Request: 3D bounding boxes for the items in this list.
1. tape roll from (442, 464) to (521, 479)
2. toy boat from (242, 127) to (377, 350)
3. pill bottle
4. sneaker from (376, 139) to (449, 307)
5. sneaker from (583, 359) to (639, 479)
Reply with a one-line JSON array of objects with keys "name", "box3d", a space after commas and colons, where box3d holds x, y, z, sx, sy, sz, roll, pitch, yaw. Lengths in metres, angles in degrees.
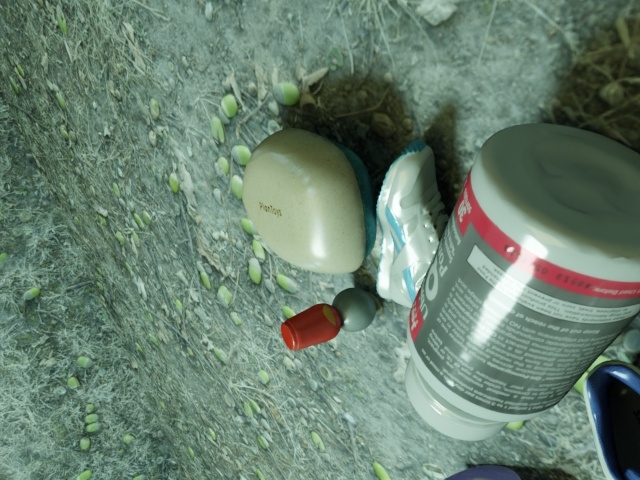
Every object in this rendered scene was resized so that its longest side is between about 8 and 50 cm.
[{"name": "tape roll", "box3d": [0.206, 0.397, 0.730, 0.080, 0.189, 0.189, 60, 145, 1]}, {"name": "toy boat", "box3d": [0.000, 0.000, 0.753, 0.267, 0.148, 0.318, 29, 132, 55]}, {"name": "pill bottle", "box3d": [0.186, 0.063, 0.528, 0.176, 0.176, 0.318, 39, 139, 26]}, {"name": "sneaker", "box3d": [0.123, -0.012, 0.643, 0.092, 0.087, 0.228, 20, 135, 30]}, {"name": "sneaker", "box3d": [0.295, 0.238, 0.438, 0.112, 0.131, 0.296, -36, 42, 21]}]
